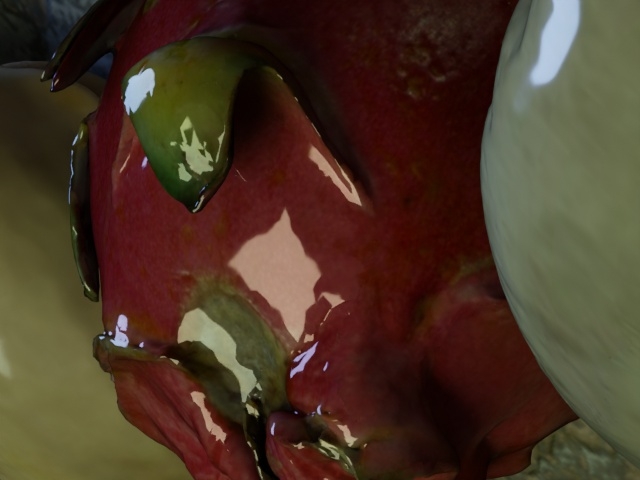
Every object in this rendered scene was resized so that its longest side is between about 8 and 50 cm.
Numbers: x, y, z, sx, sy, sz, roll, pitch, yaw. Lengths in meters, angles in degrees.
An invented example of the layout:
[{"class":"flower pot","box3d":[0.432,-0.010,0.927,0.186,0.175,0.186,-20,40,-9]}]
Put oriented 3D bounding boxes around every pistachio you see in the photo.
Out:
[{"class":"pistachio","box3d":[-0.164,0.022,0.951,0.214,0.193,0.318,-41,90,12]}]

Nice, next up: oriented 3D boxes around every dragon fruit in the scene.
[{"class":"dragon fruit","box3d":[0.000,0.000,0.766,0.305,0.226,0.305,27,140,25]}]

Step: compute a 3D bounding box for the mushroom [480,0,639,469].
[{"class":"mushroom","box3d":[0.186,-0.072,0.479,0.315,0.315,0.356,-10,112,47]}]
